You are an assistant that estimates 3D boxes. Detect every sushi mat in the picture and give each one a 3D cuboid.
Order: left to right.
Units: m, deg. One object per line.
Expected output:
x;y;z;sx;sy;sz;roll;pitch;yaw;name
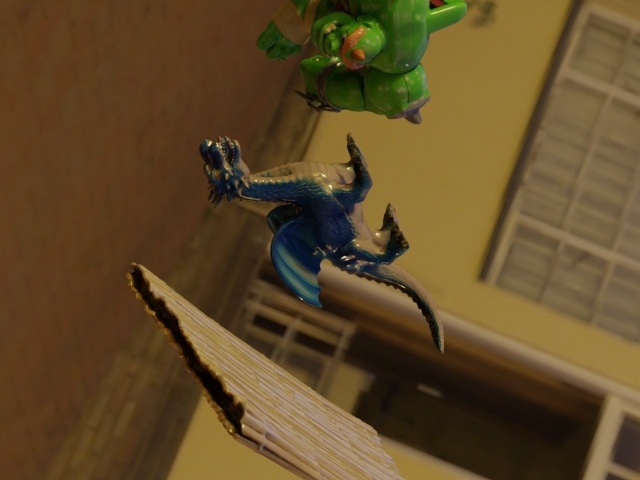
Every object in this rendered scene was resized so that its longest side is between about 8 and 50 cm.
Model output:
-0.004;0.123;0.930;0.019;0.151;0.316;-44;141;3;sushi mat

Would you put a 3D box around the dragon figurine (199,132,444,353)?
0.000;0.000;1.324;0.144;0.289;0.085;-28;-152;7;dragon figurine

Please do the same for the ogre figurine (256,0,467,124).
0.023;-0.155;0.917;0.096;0.118;0.197;-13;127;-42;ogre figurine
